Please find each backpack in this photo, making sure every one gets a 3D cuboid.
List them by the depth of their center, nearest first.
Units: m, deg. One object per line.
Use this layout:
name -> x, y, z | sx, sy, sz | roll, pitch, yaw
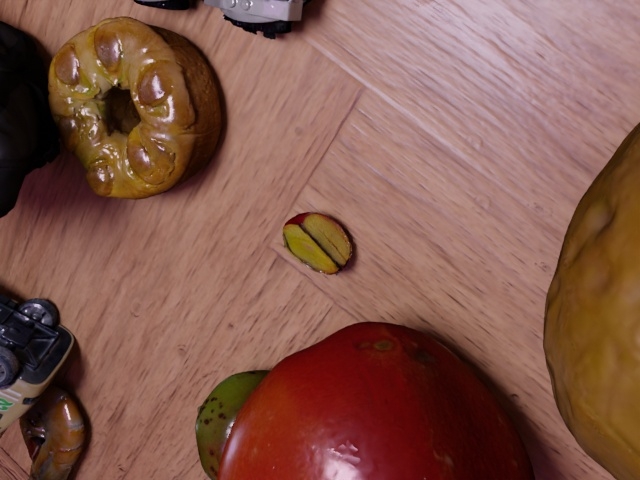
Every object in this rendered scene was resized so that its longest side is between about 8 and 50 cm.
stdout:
backpack -> -0.492, -0.148, 0.751 | 0.363, 0.446, 0.255 | 14, 109, -27

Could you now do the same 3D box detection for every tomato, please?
tomato -> 0.058, 0.258, 0.672 | 0.293, 0.325, 0.290 | -46, 38, 11

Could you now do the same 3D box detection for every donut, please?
donut -> -0.234, -0.164, 0.813 | 0.226, 0.114, 0.227 | 8, 108, 24

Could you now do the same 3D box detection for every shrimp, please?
shrimp -> -0.495, 0.368, 1.138 | 0.152, 0.063, 0.287 | 34, 114, 16

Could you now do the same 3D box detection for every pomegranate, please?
pomegranate -> -0.100, 0.253, 0.863 | 0.205, 0.159, 0.159 | -2, 107, 56

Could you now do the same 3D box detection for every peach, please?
peach -> 0.000, 0.000, 0.784 | 0.083, 0.050, 0.077 | 23, 138, 28

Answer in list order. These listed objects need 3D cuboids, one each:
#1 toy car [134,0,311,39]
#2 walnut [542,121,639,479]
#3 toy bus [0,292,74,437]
toy car -> -0.134, -0.339, 0.712 | 0.301, 0.118, 0.193 | 19, 116, 21
walnut -> 0.360, 0.049, 0.472 | 0.353, 0.308, 0.398 | 28, 115, 19
toy bus -> -0.591, 0.150, 0.991 | 0.365, 0.177, 0.202 | 31, 111, -11
